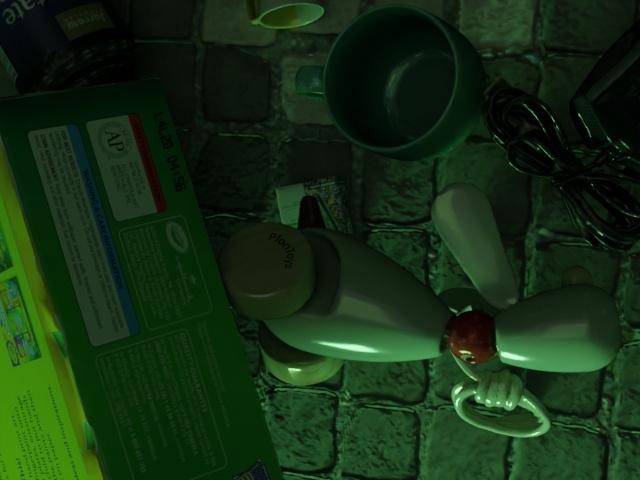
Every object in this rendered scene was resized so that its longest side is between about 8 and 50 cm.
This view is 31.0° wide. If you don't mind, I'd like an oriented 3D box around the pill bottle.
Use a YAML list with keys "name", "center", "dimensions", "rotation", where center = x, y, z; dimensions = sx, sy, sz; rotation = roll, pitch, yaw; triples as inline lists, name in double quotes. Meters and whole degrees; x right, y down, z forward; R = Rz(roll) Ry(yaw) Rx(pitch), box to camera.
- name: "pill bottle"
  center: [-0.254, -0.200, 1.117]
  dimensions: [0.123, 0.123, 0.219]
  rotation: [-34, 83, 16]

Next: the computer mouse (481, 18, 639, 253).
- name: "computer mouse"
  center: [0.287, -0.136, 0.975]
  dimensions: [0.188, 0.072, 0.272]
  rotation: [45, 111, -10]

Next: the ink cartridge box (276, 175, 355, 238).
- name: "ink cartridge box"
  center: [0.000, 0.000, 1.097]
  dimensions: [0.063, 0.029, 0.115]
  rotation: [-10, 90, 17]

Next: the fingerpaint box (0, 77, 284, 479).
- name: "fingerpaint box"
  center: [-0.223, 0.129, 1.021]
  dimensions: [0.371, 0.163, 0.445]
  rotation: [-21, 86, 51]

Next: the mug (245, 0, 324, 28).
- name: "mug"
  center: [-0.040, -0.238, 1.081]
  dimensions: [0.078, 0.062, 0.064]
  rotation: [-11, 82, 11]

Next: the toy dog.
- name: "toy dog"
  center: [0.079, 0.034, 1.001]
  dimensions: [0.333, 0.220, 0.161]
  rotation: [14, 58, -3]

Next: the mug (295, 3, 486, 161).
- name: "mug"
  center: [0.071, -0.143, 1.027]
  dimensions: [0.158, 0.097, 0.129]
  rotation: [42, 106, 26]
